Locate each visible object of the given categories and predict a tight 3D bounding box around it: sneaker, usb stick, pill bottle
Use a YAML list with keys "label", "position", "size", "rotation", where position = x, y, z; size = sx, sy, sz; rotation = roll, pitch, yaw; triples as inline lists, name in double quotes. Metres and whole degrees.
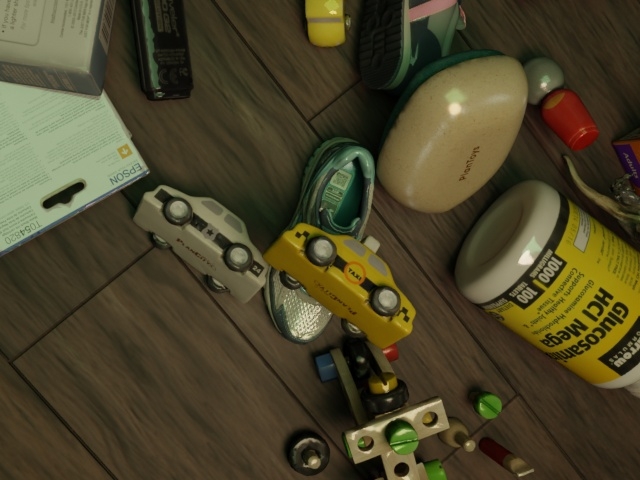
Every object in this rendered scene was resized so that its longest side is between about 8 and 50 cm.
- label: "sneaker"
  position: [0.141, -0.342, 1.238]
  size: [0.131, 0.112, 0.318]
  rotation: [12, 89, -35]
- label: "usb stick"
  position: [-0.210, -0.318, 1.172]
  size: [0.077, 0.045, 0.278]
  rotation: [-12, 97, -43]
- label: "pill bottle"
  position: [0.363, 0.081, 1.253]
  size: [0.334, 0.188, 0.188]
  rotation: [34, 86, -12]
- label: "sneaker"
  position: [0.000, 0.000, 1.202]
  size: [0.110, 0.122, 0.283]
  rotation: [14, 91, -13]

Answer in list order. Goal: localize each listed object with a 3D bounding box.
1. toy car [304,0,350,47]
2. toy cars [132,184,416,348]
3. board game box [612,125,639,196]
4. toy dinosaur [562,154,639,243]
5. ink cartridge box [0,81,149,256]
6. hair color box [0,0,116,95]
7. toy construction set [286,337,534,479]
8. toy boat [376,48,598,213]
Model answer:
- label: "toy car"
  position: [0.021, -0.393, 1.180]
  size: [0.225, 0.053, 0.239]
  rotation: [-32, 101, 15]
- label: "toy cars"
  position: [-0.054, 0.013, 1.135]
  size: [0.087, 0.394, 0.176]
  rotation: [-55, 145, -30]
- label: "board game box"
  position: [0.694, -0.068, 1.232]
  size: [0.356, 0.356, 0.356]
  rotation: [-30, 99, -10]
- label: "toy dinosaur"
  position: [0.423, -0.032, 1.243]
  size: [0.268, 0.118, 0.064]
  rotation: [43, 95, 16]
- label: "ink cartridge box"
  position: [-0.363, -0.128, 1.154]
  size: [0.223, 0.045, 0.224]
  rotation: [-30, 98, -9]
- label: "hair color box"
  position: [-0.431, -0.295, 1.063]
  size: [0.375, 0.113, 0.185]
  rotation: [9, 84, -6]
- label: "toy construction set"
  position: [0.129, 0.267, 1.188]
  size: [0.309, 0.237, 0.257]
  rotation: [7, 92, -13]
- label: "toy boat"
  position: [0.211, -0.160, 1.214]
  size: [0.318, 0.267, 0.148]
  rotation: [-14, 60, -25]
